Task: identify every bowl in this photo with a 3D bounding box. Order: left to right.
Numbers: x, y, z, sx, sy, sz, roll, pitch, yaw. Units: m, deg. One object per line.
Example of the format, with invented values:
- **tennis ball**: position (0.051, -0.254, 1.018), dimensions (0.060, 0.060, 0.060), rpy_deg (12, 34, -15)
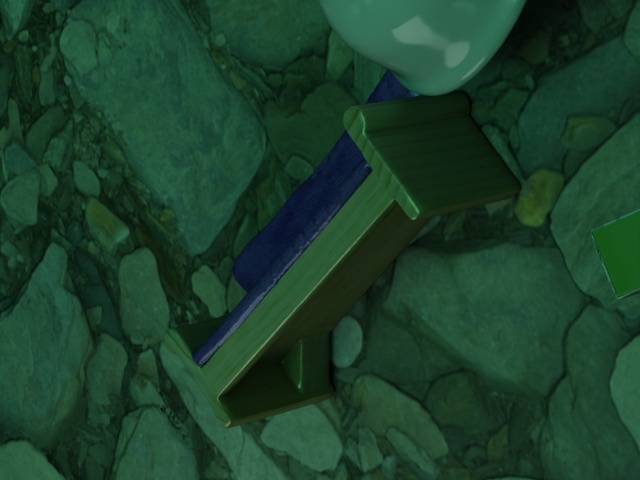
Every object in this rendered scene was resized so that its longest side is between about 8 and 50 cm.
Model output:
- **bowl**: position (0.066, -0.276, 1.616), dimensions (0.298, 0.134, 0.298), rpy_deg (-38, 47, 56)

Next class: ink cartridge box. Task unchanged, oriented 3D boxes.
- **ink cartridge box**: position (0.327, -0.022, 1.513), dimensions (0.209, 0.109, 0.062), rpy_deg (-27, 80, 44)

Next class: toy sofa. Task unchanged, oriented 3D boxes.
- **toy sofa**: position (0.000, 0.000, 1.809), dimensions (0.177, 0.150, 0.362), rpy_deg (57, 131, 19)
